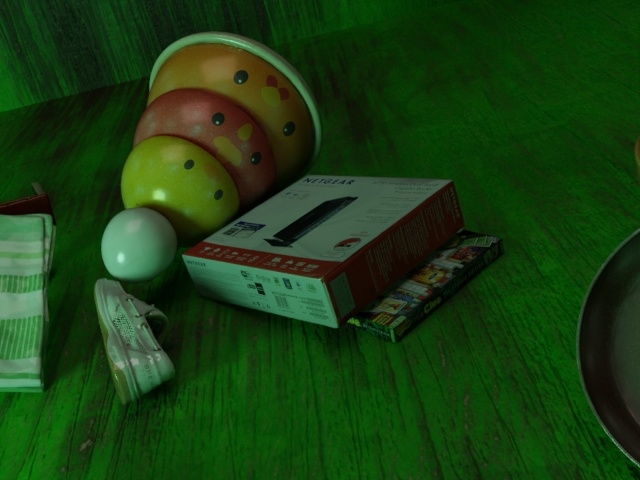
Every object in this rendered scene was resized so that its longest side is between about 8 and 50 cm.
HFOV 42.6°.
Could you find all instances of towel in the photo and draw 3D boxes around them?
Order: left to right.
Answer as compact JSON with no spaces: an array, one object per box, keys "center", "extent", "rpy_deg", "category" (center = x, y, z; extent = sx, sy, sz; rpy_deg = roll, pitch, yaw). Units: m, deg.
[{"center":[-0.533,0.082,1.240],"extent":[0.247,0.038,0.325],"rpy_deg":[2,50,-18],"category":"towel"}]

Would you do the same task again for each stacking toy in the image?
[{"center":[-0.222,-0.101,1.423],"extent":[0.350,0.351,0.480],"rpy_deg":[0,43,25],"category":"stacking toy"}]

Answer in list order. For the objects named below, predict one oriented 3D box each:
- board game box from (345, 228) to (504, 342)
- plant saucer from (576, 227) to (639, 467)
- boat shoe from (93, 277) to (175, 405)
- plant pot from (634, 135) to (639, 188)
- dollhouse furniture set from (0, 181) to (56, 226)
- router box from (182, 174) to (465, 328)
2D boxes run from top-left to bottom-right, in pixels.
[{"center":[0.141,0.054,1.212],"extent":[0.136,0.030,0.259],"rpy_deg":[13,38,45],"category":"board game box"},{"center":[0.416,0.106,0.811],"extent":[0.310,0.050,0.311],"rpy_deg":[-12,64,27],"category":"plant saucer"},{"center":[-0.267,0.134,1.191],"extent":[0.096,0.098,0.277],"rpy_deg":[-16,32,-15],"category":"boat shoe"},{"center":[0.537,-0.031,0.993],"extent":[0.290,0.204,0.291],"rpy_deg":[-11,28,6],"category":"plant pot"},{"center":[-0.626,0.059,1.396],"extent":[0.374,0.201,0.152],"rpy_deg":[-18,27,-21],"category":"dollhouse furniture set"},{"center":[0.000,0.000,1.282],"extent":[0.335,0.082,0.301],"rpy_deg":[6,33,47],"category":"router box"}]
